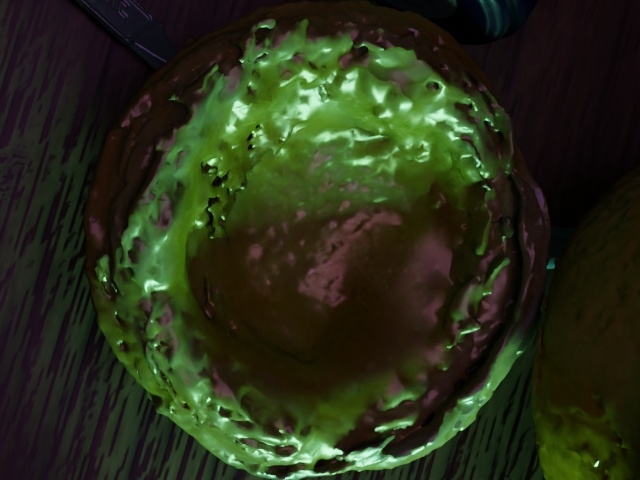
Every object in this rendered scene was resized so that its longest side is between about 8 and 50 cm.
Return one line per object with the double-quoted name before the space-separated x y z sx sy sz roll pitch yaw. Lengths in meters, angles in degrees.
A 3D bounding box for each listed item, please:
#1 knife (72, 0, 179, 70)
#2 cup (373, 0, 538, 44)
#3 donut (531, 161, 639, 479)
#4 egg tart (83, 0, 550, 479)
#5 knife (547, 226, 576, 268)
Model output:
"knife" -0.101 -0.118 0.802 0.210 0.015 0.028 41 80 -19
"cup" 0.076 -0.274 0.820 0.256 0.255 0.178 -56 146 -9
"donut" 0.234 0.072 0.846 0.303 0.110 0.303 -13 107 -49
"egg tart" 0.000 0.000 0.783 0.288 0.118 0.288 -3 98 -22
"knife" 0.195 -0.002 0.928 0.313 0.019 0.044 0 87 -24
